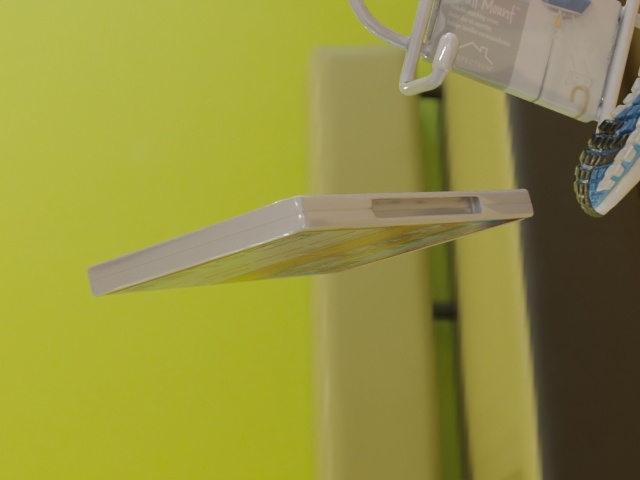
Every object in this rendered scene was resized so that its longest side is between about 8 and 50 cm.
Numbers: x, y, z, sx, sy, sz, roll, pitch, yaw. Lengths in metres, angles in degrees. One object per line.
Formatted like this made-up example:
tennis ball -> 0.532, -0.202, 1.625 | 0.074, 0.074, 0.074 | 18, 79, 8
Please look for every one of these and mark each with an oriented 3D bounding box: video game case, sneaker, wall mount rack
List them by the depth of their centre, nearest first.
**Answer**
video game case -> 0.000, 0.000, 1.049 | 0.204, 0.285, 0.025 | -17, 81, 37
sneaker -> 0.277, -0.089, 1.131 | 0.191, 0.083, 0.071 | -55, 20, -8
wall mount rack -> 0.212, -0.241, 1.250 | 0.130, 0.350, 0.304 | 169, 117, -71
